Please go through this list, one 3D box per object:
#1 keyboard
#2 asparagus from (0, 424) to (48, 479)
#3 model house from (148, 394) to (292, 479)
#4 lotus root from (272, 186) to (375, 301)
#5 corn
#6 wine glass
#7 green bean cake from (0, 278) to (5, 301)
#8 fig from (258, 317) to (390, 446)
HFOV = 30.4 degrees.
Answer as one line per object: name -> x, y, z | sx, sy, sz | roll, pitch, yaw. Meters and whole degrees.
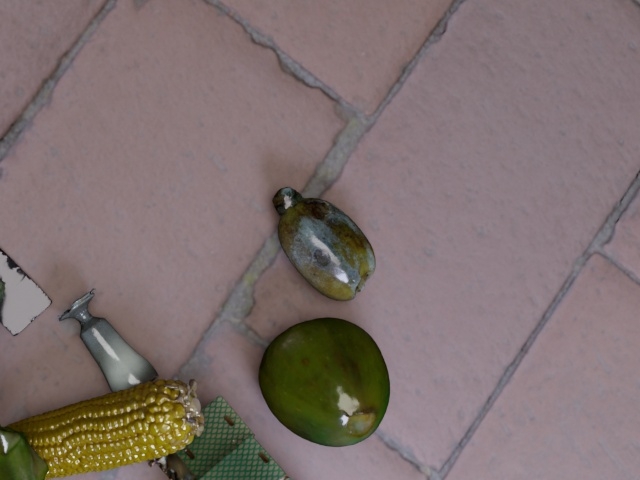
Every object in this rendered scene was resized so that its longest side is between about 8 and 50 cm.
keyboard -> -0.473, 0.042, 1.661 | 0.196, 0.015, 0.074 | 45, 82, -4
asparagus -> -0.394, 0.343, 1.549 | 0.082, 0.085, 0.343 | 5, 124, 21
model house -> -0.116, 0.361, 1.608 | 0.178, 0.206, 0.271 | -37, 93, -13
lotus root -> 0.000, 0.000, 1.728 | 0.192, 0.088, 0.113 | 48, 61, -3
corn -> -0.307, 0.266, 1.595 | 0.305, 0.106, 0.106 | -16, 88, 8
wine glass -> -0.299, 0.149, 1.658 | 0.072, 0.072, 0.155 | -37, 92, -13
green bean cake -> -0.548, 0.116, 1.516 | 0.241, 0.255, 0.132 | 10, 121, -5
fig -> 0.012, 0.207, 1.671 | 0.181, 0.191, 0.181 | -15, 121, -27
